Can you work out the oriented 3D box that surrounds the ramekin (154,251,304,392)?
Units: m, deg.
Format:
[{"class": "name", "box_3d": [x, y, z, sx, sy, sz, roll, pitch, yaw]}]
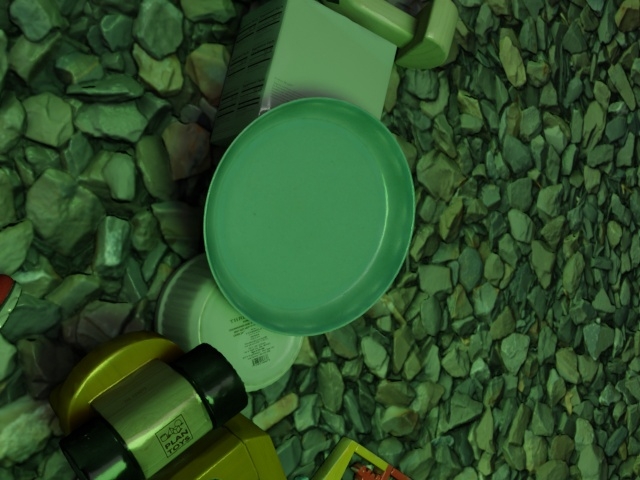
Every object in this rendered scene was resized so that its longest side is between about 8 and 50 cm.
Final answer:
[{"class": "ramekin", "box_3d": [-0.117, 0.115, 1.015, 0.207, 0.109, 0.207, 0, 90, -34]}]

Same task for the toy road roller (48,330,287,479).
[{"class": "toy road roller", "box_3d": [-0.200, 0.262, 0.904, 0.202, 0.240, 0.330, -34, 122, -28]}]

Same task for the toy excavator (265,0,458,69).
[{"class": "toy excavator", "box_3d": [-0.010, -0.420, 1.038, 0.432, 0.445, 0.222, 14, 81, 9]}]

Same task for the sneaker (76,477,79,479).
[{"class": "sneaker", "box_3d": [-0.292, 0.340, 0.952, 0.037, 0.032, 0.083, -48, 110, -9]}]

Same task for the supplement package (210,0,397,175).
[{"class": "supplement package", "box_3d": [-0.025, -0.213, 1.050, 0.194, 0.149, 0.203, 19, 80, -32]}]

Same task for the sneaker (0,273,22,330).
[{"class": "sneaker", "box_3d": [-0.463, 0.116, 0.796, 0.279, 0.107, 0.118, -41, 106, -26]}]

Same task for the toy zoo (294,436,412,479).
[{"class": "toy zoo", "box_3d": [0.068, 0.453, 1.182, 0.293, 0.030, 0.192, 40, 69, -27]}]

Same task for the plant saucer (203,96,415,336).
[{"class": "plant saucer", "box_3d": [-0.013, -0.030, 0.966, 0.317, 0.043, 0.318, -6, 103, -28]}]
